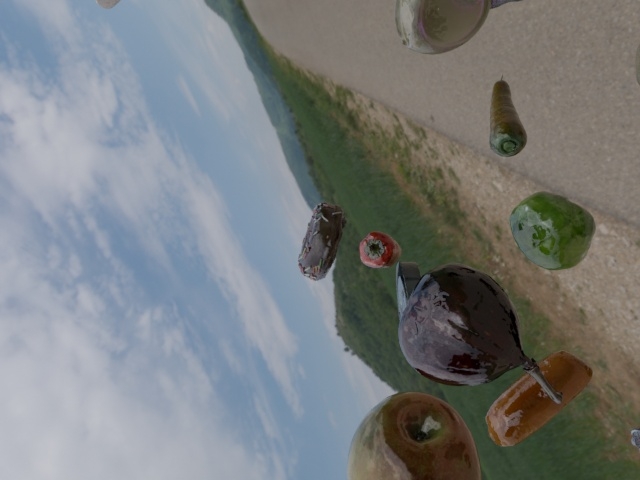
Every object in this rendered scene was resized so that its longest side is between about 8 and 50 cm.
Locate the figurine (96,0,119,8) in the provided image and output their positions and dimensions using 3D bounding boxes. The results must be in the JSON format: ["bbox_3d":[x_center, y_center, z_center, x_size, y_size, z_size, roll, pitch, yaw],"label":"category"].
[{"bbox_3d":[-0.206,-0.363,0.516,0.111,0.195,0.102,30,-142,-48],"label":"figurine"}]

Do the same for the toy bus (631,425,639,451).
[{"bbox_3d":[0.740,0.471,1.022,0.174,0.077,0.079,68,164,-7],"label":"toy bus"}]

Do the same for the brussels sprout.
[{"bbox_3d":[0.642,-0.030,1.332,0.244,0.244,0.244,63,-176,-8],"label":"brussels sprout"}]

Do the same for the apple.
[{"bbox_3d":[0.215,0.516,1.102,0.319,0.319,0.277,-110,8,-60],"label":"apple"}]

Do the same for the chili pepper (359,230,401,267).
[{"bbox_3d":[0.134,0.022,1.112,0.084,0.086,0.192,18,174,23],"label":"chili pepper"}]

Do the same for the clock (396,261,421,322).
[{"bbox_3d":[0.208,0.153,1.086,0.215,0.042,0.214,-6,-90,-87],"label":"clock"}]

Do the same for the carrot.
[{"bbox_3d":[0.424,-0.300,1.100,0.298,0.078,0.078,-76,-33,-41],"label":"carrot"}]

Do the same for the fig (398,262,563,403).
[{"bbox_3d":[0.251,0.156,0.766,0.250,0.186,0.203,26,111,45],"label":"fig"}]

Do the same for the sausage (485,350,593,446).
[{"bbox_3d":[0.423,0.310,0.941,0.098,0.238,0.098,46,-177,-3],"label":"sausage"}]

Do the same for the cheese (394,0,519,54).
[{"bbox_3d":[0.288,-0.470,0.933,0.082,0.287,0.163,-115,5,-48],"label":"cheese"}]

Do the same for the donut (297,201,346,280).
[{"bbox_3d":[0.000,0.000,1.533,0.103,0.269,0.269,19,-166,-8],"label":"donut"}]

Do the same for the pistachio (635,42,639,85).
[{"bbox_3d":[0.652,-0.342,0.899,0.113,0.113,0.149,65,-179,19],"label":"pistachio"}]
